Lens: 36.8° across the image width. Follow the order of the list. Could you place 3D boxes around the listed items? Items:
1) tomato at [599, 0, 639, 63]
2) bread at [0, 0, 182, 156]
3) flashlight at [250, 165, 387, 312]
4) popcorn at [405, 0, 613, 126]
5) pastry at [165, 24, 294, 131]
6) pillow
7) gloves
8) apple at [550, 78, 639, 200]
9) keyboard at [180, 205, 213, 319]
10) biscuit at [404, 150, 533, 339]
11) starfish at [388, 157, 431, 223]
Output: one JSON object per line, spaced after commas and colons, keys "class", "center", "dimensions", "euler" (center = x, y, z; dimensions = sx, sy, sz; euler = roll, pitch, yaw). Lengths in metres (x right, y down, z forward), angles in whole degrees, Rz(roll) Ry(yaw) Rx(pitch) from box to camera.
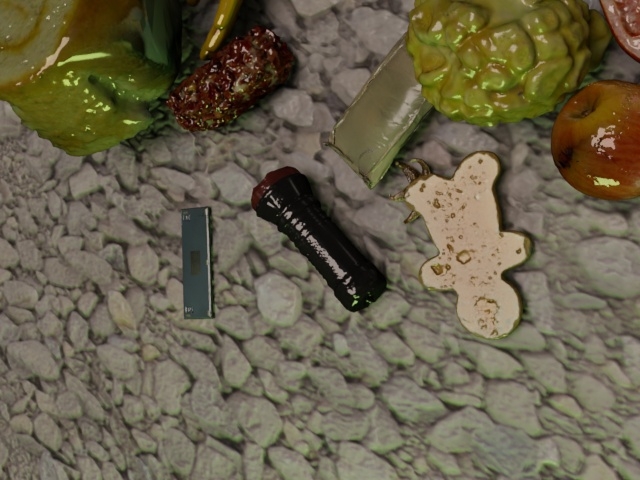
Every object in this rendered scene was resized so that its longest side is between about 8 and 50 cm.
{"class": "tomato", "center": [0.428, -0.288, 1.060], "dimensions": [0.237, 0.095, 0.236], "euler": [-5, 81, 33]}
{"class": "bread", "center": [-0.346, -0.357, 1.486], "dimensions": [0.264, 0.239, 0.395], "euler": [-15, 60, 21]}
{"class": "flashlight", "center": [0.000, 0.000, 1.349], "dimensions": [0.232, 0.093, 0.093], "euler": [49, 114, 19]}
{"class": "popcorn", "center": [0.215, -0.234, 1.143], "dimensions": [0.235, 0.217, 0.181], "euler": [23, 128, 59]}
{"class": "pastry", "center": [-0.138, -0.233, 1.435], "dimensions": [0.208, 0.115, 0.097], "euler": [-31, 84, 27]}
{"class": "pillow", "center": [0.094, -0.181, 1.300], "dimensions": [0.208, 0.053, 0.119], "euler": [-51, 51, 20]}
{"class": "gloves", "center": [-0.142, -0.413, 1.426], "dimensions": [0.116, 0.133, 0.294], "euler": [10, 92, 0]}
{"class": "apple", "center": [0.328, -0.114, 1.085], "dimensions": [0.146, 0.146, 0.146], "euler": [-2, 87, 34]}
{"class": "keyboard", "center": [-0.194, 0.036, 1.514], "dimensions": [0.055, 0.014, 0.176], "euler": [-5, 85, 33]}
{"class": "biscuit", "center": [0.194, 0.013, 1.231], "dimensions": [0.153, 0.030, 0.234], "euler": [-22, 82, 23]}
{"class": "starfish", "center": [0.127, -0.065, 1.293], "dimensions": [0.078, 0.028, 0.091], "euler": [17, 101, 39]}
